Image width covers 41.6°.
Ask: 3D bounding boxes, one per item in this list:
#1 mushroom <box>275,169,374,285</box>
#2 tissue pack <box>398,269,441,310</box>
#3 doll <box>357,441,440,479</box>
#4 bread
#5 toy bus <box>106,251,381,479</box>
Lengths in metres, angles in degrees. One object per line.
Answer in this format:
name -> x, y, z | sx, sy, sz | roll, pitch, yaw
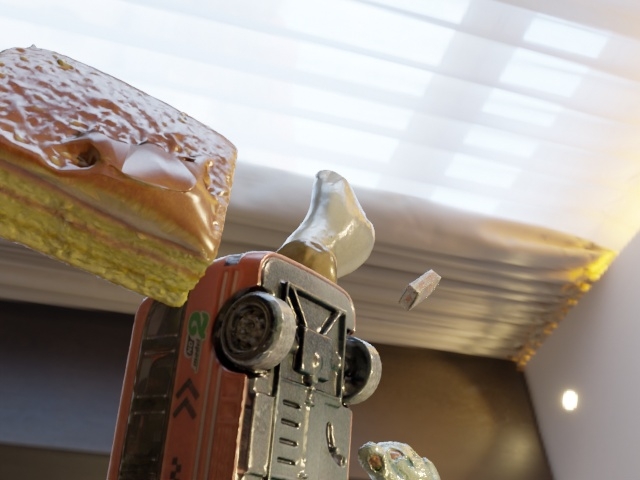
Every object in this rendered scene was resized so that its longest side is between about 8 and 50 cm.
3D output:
mushroom -> 0.000, 0.000, 1.315 | 0.122, 0.159, 0.329 | -43, -176, 24
tissue pack -> 0.203, 0.102, 1.727 | 0.035, 0.083, 0.063 | 43, -44, 16
doll -> 0.121, 0.348, 1.256 | 0.071, 0.214, 0.103 | -45, -130, 8
bread -> -0.195, -0.066, 0.730 | 0.111, 0.234, 0.184 | -58, -163, 35
toy bus -> -0.090, 0.239, 0.844 | 0.233, 0.203, 0.427 | -9, -115, 32
